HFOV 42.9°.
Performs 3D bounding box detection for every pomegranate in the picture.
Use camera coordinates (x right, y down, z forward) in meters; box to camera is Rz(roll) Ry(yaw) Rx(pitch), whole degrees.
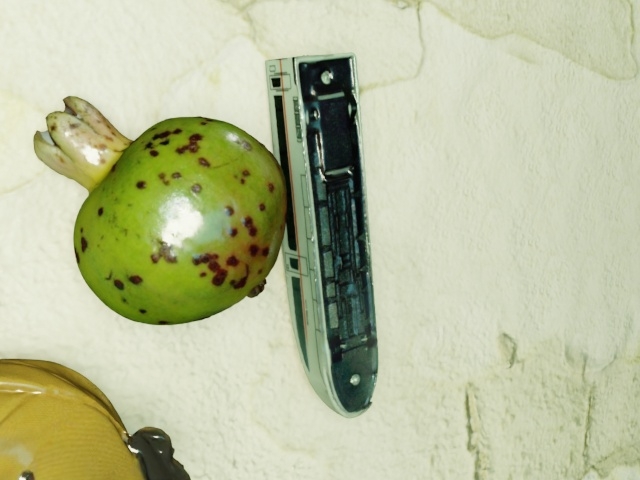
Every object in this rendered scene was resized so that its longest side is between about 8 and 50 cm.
[{"bbox_3d":[-0.145,-0.035,0.736,0.248,0.202,0.202,41,67,-6],"label":"pomegranate"}]

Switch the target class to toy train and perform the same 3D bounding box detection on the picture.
[{"bbox_3d":[0.000,0.000,0.913,0.086,0.088,0.407,-14,105,-37],"label":"toy train"}]

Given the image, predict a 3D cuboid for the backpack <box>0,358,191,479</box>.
[{"bbox_3d":[-0.292,0.255,0.627,0.378,0.201,0.353,-35,121,-29],"label":"backpack"}]
